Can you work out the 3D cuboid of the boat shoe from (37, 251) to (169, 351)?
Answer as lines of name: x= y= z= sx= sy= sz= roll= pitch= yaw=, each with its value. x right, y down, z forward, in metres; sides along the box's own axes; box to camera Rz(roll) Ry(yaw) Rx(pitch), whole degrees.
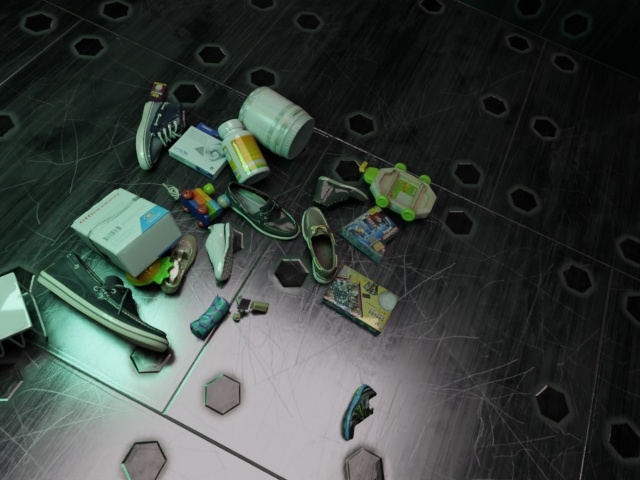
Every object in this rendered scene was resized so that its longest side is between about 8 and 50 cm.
boat shoe: x=-0.691 y=0.198 z=1.549 sx=0.500 sy=0.187 sz=0.156 roll=30 pitch=67 yaw=13

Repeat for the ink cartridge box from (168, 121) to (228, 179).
ink cartridge box: x=-0.476 y=-0.390 z=1.976 sx=0.223 sy=0.045 sz=0.224 roll=28 pitch=61 yaw=6

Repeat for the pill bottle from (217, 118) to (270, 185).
pill bottle: x=-0.315 y=-0.356 z=1.899 sx=0.136 sy=0.136 sz=0.245 roll=-25 pitch=86 yaw=-21

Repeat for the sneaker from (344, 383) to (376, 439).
sneaker: x=0.133 y=0.566 z=1.553 sx=0.078 sy=0.067 sz=0.188 roll=24 pitch=58 yaw=11

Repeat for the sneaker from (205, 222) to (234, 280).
sneaker: x=-0.378 y=0.043 z=1.749 sx=0.095 sy=0.090 sz=0.235 roll=-4 pitch=58 yaw=3

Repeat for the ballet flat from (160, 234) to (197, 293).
ballet flat: x=-0.508 y=0.072 z=1.702 sx=0.086 sy=0.086 sz=0.248 roll=13 pitch=60 yaw=-3

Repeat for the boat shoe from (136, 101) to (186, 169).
boat shoe: x=-0.641 y=-0.438 z=1.921 sx=0.158 sy=0.127 sz=0.340 roll=-4 pitch=62 yaw=0

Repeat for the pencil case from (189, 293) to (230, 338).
pencil case: x=-0.382 y=0.263 z=1.630 sx=0.070 sy=0.064 sz=0.151 roll=44 pitch=62 yaw=-4

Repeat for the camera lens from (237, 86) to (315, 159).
camera lens: x=-0.190 y=-0.494 z=1.981 sx=0.274 sy=0.219 sz=0.219 roll=34 pitch=62 yaw=9

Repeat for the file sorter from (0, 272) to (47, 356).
file sorter: x=-1.035 y=0.267 z=1.455 sx=0.278 sy=0.173 sz=0.193 roll=-24 pitch=69 yaw=-20

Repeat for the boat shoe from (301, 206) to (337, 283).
boat shoe: x=0.000 y=0.000 z=1.818 sx=0.117 sy=0.096 sz=0.324 roll=-4 pitch=63 yaw=-12

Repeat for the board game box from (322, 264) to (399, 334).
board game box: x=0.151 y=0.219 z=1.758 sx=0.243 sy=0.042 sz=0.165 roll=31 pitch=61 yaw=7

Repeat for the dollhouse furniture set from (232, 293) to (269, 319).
dollhouse furniture set: x=-0.254 y=0.238 z=1.698 sx=0.114 sy=0.091 sz=0.081 roll=15 pitch=16 yaw=-26

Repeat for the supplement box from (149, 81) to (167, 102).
supplement box: x=-0.713 y=-0.649 z=2.076 sx=0.055 sy=0.043 sz=0.083 roll=10 pitch=61 yaw=-6

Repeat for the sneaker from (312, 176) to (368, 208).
sneaker: x=0.079 y=-0.170 z=1.946 sx=0.222 sy=0.083 sz=0.118 roll=20 pitch=79 yaw=-7

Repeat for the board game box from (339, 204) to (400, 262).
board game box: x=0.213 y=-0.016 z=1.884 sx=0.194 sy=0.060 sz=0.194 roll=-32 pitch=72 yaw=-23

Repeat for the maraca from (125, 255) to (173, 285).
maraca: x=-0.599 y=0.101 z=1.647 sx=0.186 sy=0.099 sz=0.127 roll=1 pitch=65 yaw=18

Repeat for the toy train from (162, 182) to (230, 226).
toy train: x=-0.478 y=-0.180 z=1.834 sx=0.248 sy=0.105 sz=0.143 roll=43 pitch=57 yaw=14

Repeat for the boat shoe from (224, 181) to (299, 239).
boat shoe: x=-0.228 y=-0.127 z=1.838 sx=0.340 sy=0.113 sz=0.127 roll=36 pitch=63 yaw=10

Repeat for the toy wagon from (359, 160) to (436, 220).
toy wagon: x=0.316 y=-0.223 z=1.987 sx=0.344 sy=0.068 sz=0.267 roll=28 pitch=48 yaw=6

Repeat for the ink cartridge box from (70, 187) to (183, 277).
ink cartridge box: x=-0.672 y=-0.035 z=1.639 sx=0.307 sy=0.129 sz=0.223 roll=22 pitch=57 yaw=34
